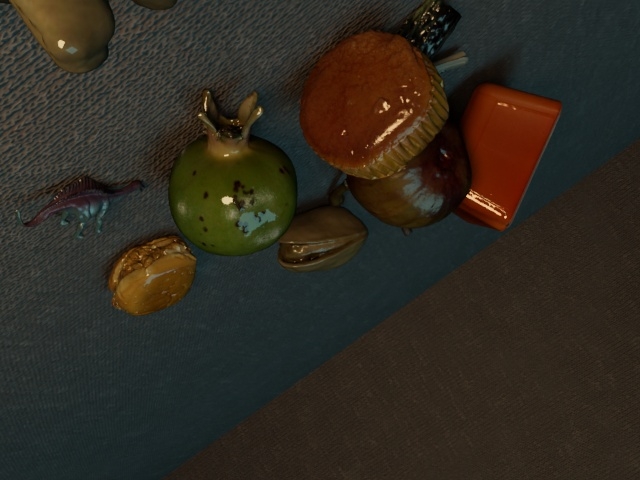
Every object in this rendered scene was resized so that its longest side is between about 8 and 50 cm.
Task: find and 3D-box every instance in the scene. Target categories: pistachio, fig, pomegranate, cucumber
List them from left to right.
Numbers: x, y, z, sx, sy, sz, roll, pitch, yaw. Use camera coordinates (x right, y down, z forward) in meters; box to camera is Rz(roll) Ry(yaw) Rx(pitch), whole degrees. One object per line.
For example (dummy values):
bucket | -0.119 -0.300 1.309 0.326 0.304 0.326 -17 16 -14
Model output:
pomegranate | -0.115 -0.089 0.942 0.181 0.181 0.224 -23 137 -30
pistachio | 0.000 0.000 1.396 0.226 0.136 0.136 -16 155 -44
fig | 0.104 -0.106 1.268 0.217 0.217 0.320 -18 178 -40
cucumber | 0.124 -0.251 1.040 0.211 0.062 0.078 -46 149 15

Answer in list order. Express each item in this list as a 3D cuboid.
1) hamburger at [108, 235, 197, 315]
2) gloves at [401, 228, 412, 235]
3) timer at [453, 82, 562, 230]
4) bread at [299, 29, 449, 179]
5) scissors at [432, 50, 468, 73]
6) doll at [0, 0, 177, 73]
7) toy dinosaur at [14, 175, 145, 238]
hamburger | -0.272 0.060 1.161 0.138 0.083 0.147 -17 152 -33
gloves | 0.188 -0.124 1.441 0.142 0.119 0.286 -18 143 -21
timer | 0.333 -0.162 1.408 0.250 0.161 0.258 2 111 -81
bread | 0.067 -0.183 0.963 0.199 0.199 0.104 -40 160 16
scissors | 0.153 -0.264 1.153 0.204 0.027 0.101 -26 162 -17
doll | -0.232 -0.245 0.304 0.382 0.252 0.379 -20 132 -38
toy dinosaur | -0.302 -0.043 0.909 0.197 0.045 0.080 -22 147 -52
